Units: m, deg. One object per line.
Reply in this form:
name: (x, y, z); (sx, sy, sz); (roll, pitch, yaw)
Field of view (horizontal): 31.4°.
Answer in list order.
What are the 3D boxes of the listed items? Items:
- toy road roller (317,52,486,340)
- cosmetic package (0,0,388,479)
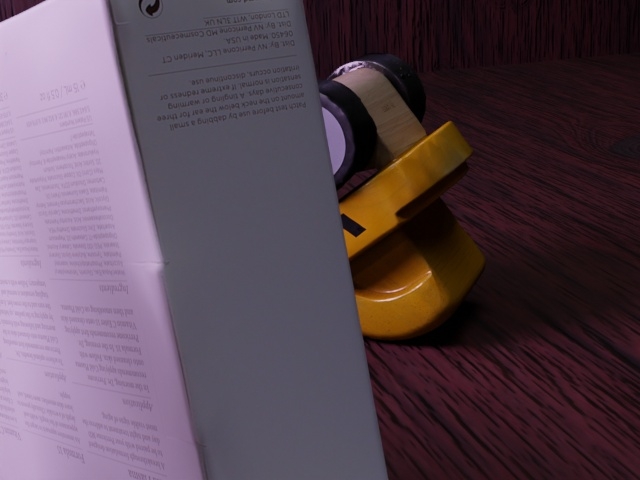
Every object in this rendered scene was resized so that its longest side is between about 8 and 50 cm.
toy road roller: (0.000, 0.000, 1.057); (0.329, 0.240, 0.202); (-36, 1, 29)
cosmetic package: (-0.125, 0.037, 0.592); (0.097, 0.284, 0.377); (-12, 7, -35)
